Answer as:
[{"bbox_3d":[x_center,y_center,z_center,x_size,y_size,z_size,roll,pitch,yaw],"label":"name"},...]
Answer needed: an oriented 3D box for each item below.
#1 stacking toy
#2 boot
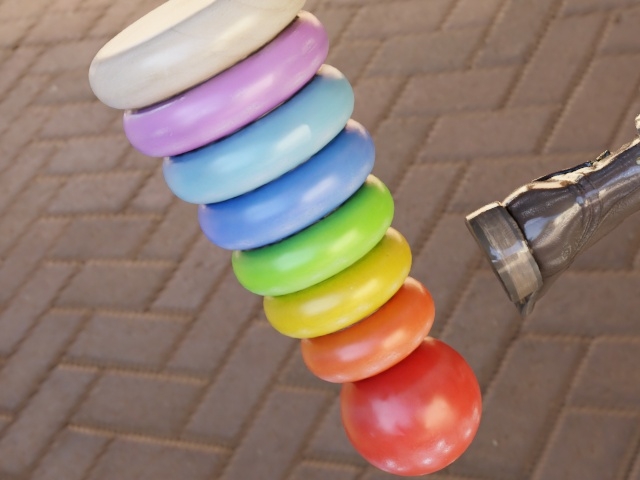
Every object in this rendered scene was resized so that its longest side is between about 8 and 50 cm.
[{"bbox_3d":[0.000,0.000,0.865,0.141,0.330,0.141,-27,18,10],"label":"stacking toy"},{"bbox_3d":[0.227,-0.037,1.059,0.229,0.091,0.263,-31,-5,6],"label":"boot"}]
